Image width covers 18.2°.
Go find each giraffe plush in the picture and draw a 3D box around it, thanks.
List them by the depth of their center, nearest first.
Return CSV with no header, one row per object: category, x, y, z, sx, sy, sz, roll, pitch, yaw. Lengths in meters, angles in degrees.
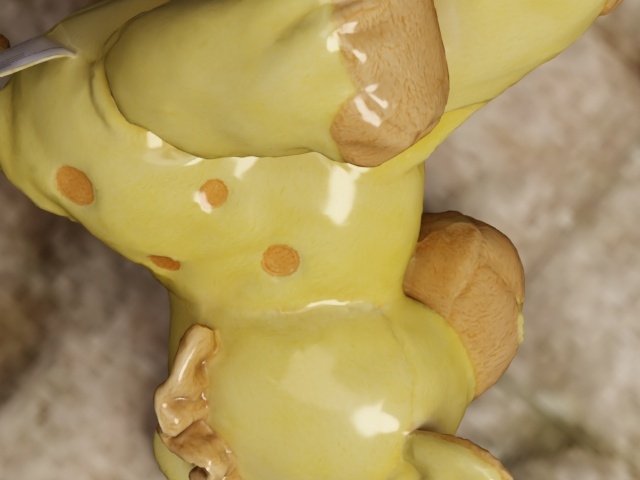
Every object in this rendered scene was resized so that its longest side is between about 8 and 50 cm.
giraffe plush,0.000,0.000,0.569,0.210,0.181,0.170,-25,107,-11
